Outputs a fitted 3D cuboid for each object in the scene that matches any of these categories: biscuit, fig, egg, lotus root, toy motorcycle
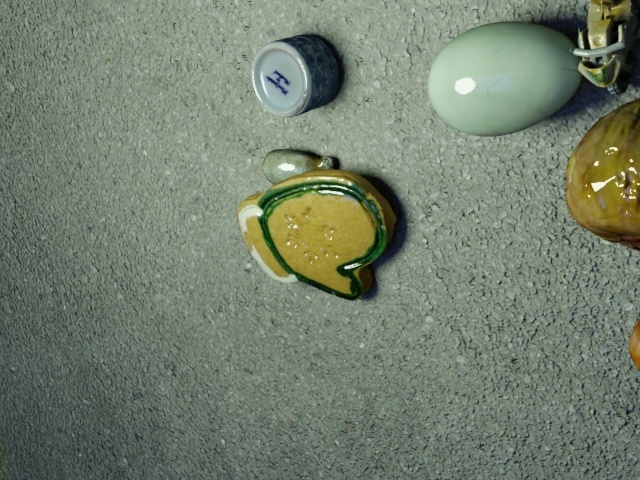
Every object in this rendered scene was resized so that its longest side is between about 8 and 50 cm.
[{"bbox_3d":[-0.001,0.001,2.127,0.344,0.057,0.287,-14,114,36],"label":"biscuit"},{"bbox_3d":[0.517,-0.162,1.594,0.286,0.286,0.368,7,88,37],"label":"fig"},{"bbox_3d":[0.298,-0.264,1.744,0.264,0.183,0.182,-9,102,37],"label":"egg"},{"bbox_3d":[-0.047,-0.142,2.142,0.165,0.088,0.088,6,112,27],"label":"lotus root"},{"bbox_3d":[0.435,-0.331,1.640,0.094,0.130,0.229,-2,106,38],"label":"toy motorcycle"}]

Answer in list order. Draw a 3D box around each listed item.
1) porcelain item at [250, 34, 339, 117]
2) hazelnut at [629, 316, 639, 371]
[{"bbox_3d":[-0.046,-0.314,2.044,0.147,0.114,0.147,14,114,34],"label":"porcelain item"},{"bbox_3d":[0.568,0.153,1.717,0.150,0.150,0.150,16,117,34],"label":"hazelnut"}]
